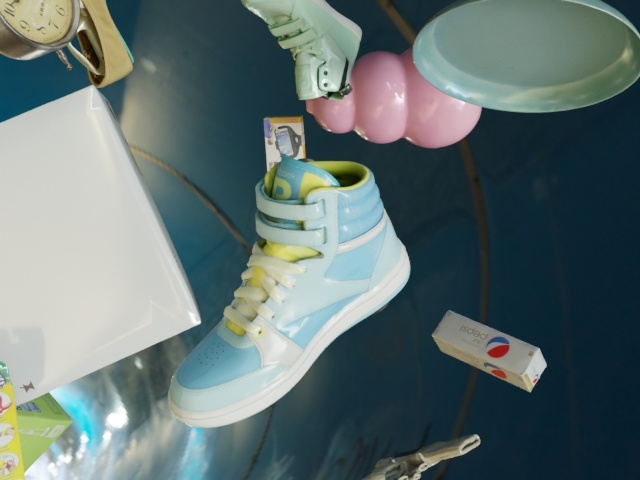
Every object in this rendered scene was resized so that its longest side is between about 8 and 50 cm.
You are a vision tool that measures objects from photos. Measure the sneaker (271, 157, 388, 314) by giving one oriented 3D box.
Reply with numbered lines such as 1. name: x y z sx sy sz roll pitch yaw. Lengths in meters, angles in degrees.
1. sneaker: 0.000 0.000 1.556 0.330 0.122 0.146 56 22 10

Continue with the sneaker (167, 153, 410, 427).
1. sneaker: -0.053 0.031 0.890 0.127 0.319 0.208 26 -35 42

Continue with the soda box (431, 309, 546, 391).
1. soda box: 0.333 0.217 1.706 0.216 0.069 0.074 21 -22 38

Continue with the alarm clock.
1. alarm clock: -0.335 -0.267 0.908 0.064 0.129 0.192 -10 -23 28

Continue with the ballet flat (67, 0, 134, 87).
1. ballet flat: -0.318 -0.300 1.150 0.080 0.073 0.232 28 -28 35

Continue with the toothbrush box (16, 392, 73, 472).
1. toothbrush box: -0.464 0.180 1.027 0.206 0.122 0.283 43 -2 20

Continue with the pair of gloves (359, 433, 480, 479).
1. pair of gloves: 0.115 0.361 1.352 0.204 0.240 0.042 -34 -105 41

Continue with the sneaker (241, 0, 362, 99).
1. sneaker: -0.032 -0.314 1.392 0.094 0.151 0.256 -3 -15 45

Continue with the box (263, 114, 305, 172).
1. box: -0.074 -0.193 1.808 0.081 0.028 0.136 -1 -77 11

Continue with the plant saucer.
1. plant saucer: 0.289 -0.268 1.204 0.317 0.044 0.317 9 -16 2

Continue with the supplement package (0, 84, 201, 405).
1. supplement package: -0.268 0.002 0.901 0.145 0.204 0.262 -154 -139 -81

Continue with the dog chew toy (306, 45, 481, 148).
1. dog chew toy: 0.137 -0.278 1.660 0.206 0.332 0.207 178 -90 -89

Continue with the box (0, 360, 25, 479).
1. box: -0.328 0.186 0.777 0.043 0.105 0.179 41 -45 45
